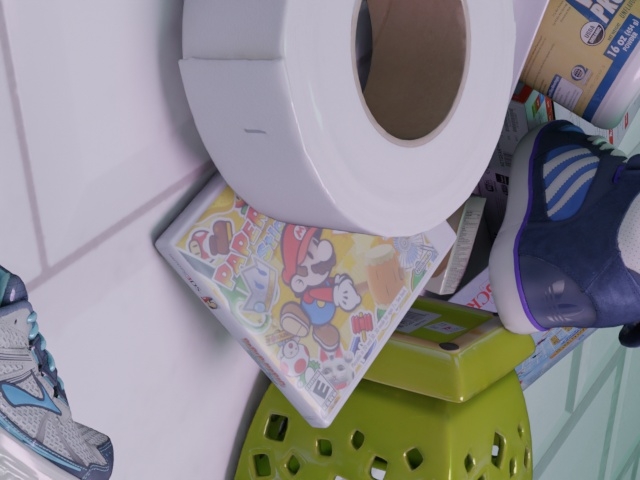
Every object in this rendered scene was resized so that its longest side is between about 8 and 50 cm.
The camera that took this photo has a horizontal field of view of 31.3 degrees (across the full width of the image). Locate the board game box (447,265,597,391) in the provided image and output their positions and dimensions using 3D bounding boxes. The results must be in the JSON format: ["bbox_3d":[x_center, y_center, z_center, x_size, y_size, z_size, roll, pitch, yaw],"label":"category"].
[{"bbox_3d":[0.285,0.066,1.392,0.318,0.066,0.318,-42,154,9],"label":"board game box"}]

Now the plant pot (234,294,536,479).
[{"bbox_3d":[0.070,0.166,1.068,0.228,0.227,0.207,-16,115,-59],"label":"plant pot"}]

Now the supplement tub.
[{"bbox_3d":[0.234,-0.214,1.102,0.144,0.199,0.144,-54,169,-15],"label":"supplement tub"}]

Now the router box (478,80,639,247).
[{"bbox_3d":[0.292,-0.172,1.389,0.301,0.082,0.335,-57,149,-24],"label":"router box"}]

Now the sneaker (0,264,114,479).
[{"bbox_3d":[-0.191,0.078,0.662,0.122,0.110,0.283,-67,152,-14],"label":"sneaker"}]

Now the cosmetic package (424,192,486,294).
[{"bbox_3d":[0.143,0.000,1.276,0.060,0.041,0.115,2,105,-61],"label":"cosmetic package"}]

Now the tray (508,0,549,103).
[{"bbox_3d":[0.120,-0.175,1.036,0.145,0.030,0.270,5,121,-23],"label":"tray"}]

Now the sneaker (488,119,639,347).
[{"bbox_3d":[0.302,-0.037,1.081,0.130,0.236,0.323,61,33,-22],"label":"sneaker"}]

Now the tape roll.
[{"bbox_3d":[0.031,-0.146,0.848,0.286,0.100,0.286,-12,106,-49],"label":"tape roll"}]

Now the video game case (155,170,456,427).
[{"bbox_3d":[0.000,0.000,0.931,0.206,0.026,0.227,52,57,-22],"label":"video game case"}]
